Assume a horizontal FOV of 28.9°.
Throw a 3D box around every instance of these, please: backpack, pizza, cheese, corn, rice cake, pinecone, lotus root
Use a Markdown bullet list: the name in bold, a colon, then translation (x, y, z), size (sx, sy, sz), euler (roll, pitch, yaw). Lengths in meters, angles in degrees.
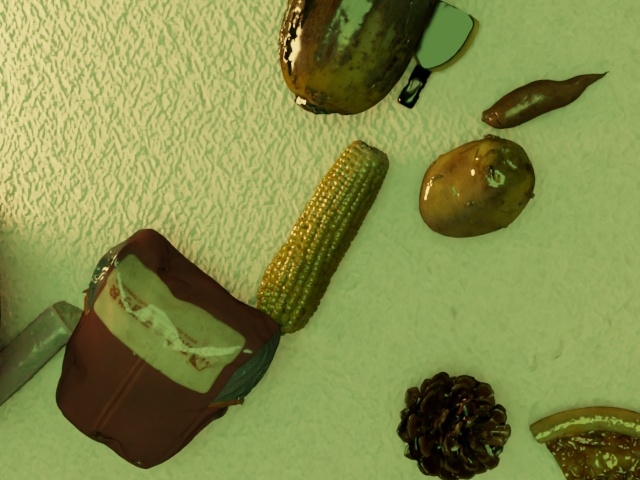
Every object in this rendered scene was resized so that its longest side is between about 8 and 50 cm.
- **backpack**: translation (-0.242, 0.177, 1.817), size (0.283, 0.197, 0.317), euler (38, 113, 7)
- **pizza**: translation (0.434, 0.309, 1.791), size (0.271, 0.056, 0.134), euler (21, 93, 7)
- **cheese**: translation (0.162, -0.269, 1.823), size (0.086, 0.036, 0.162), euler (29, 95, 4)
- **corn**: translation (0.000, 0.000, 1.829), size (0.097, 0.097, 0.319), euler (31, 94, 6)
- **rice cake**: translation (-0.506, 0.224, 1.922), size (0.365, 0.056, 0.072), euler (-40, 88, 8)
- **pinecone**: translation (0.195, 0.268, 1.769), size (0.174, 0.173, 0.173), euler (0, 92, 8)
- **lotus root**: translation (0.071, -0.363, 1.762), size (0.196, 0.179, 0.397), euler (22, 99, 4)

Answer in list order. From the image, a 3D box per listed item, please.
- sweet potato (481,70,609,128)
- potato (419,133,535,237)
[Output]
- **sweet potato**: translation (0.325, -0.207, 1.795), size (0.195, 0.056, 0.056), euler (-18, 89, 4)
- **potato**: translation (0.226, -0.076, 1.779), size (0.176, 0.137, 0.137), euler (-18, 89, 30)
